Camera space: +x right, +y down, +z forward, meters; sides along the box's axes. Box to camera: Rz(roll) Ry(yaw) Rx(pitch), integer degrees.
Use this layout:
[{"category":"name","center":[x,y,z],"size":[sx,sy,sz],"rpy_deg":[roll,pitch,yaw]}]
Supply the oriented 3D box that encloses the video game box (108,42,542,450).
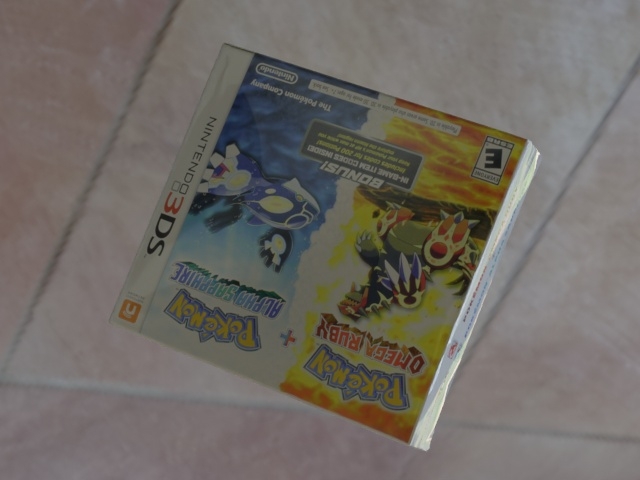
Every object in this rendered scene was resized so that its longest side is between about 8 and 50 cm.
[{"category":"video game box","center":[0.000,0.000,0.892],"size":[0.187,0.205,0.048],"rpy_deg":[-69,159,-3]}]
